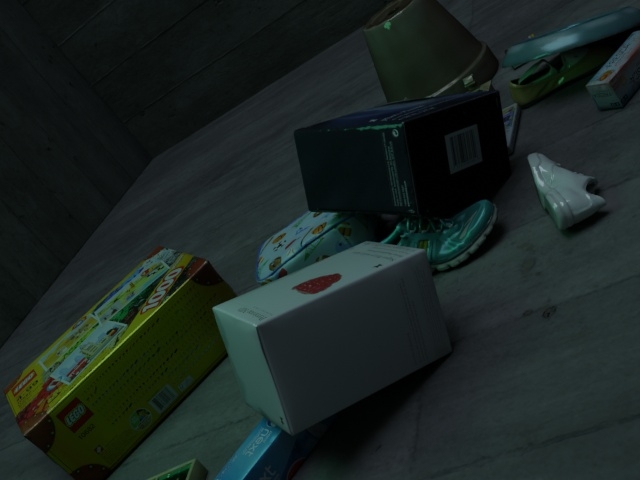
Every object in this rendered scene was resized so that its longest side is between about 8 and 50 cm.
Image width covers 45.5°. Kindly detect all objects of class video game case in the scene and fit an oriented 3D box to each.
[{"bbox_3d":[0.336,-0.208,1.688,0.213,0.023,0.193,-24,26,34],"label":"video game case"}]

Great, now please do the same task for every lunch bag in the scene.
[{"bbox_3d":[0.000,0.000,1.681,0.303,0.115,0.243,-33,19,14],"label":"lunch bag"}]

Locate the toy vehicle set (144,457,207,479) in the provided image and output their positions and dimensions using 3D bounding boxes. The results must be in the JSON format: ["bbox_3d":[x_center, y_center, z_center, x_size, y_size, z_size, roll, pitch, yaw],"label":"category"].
[{"bbox_3d":[-0.323,0.488,1.304,0.267,0.035,0.166,-29,23,22],"label":"toy vehicle set"}]

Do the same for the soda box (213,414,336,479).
[{"bbox_3d":[-0.071,0.327,1.184,0.210,0.071,0.067,-49,26,-25],"label":"soda box"}]

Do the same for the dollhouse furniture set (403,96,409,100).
[{"bbox_3d":[0.221,-0.241,1.890,0.160,0.101,0.182,-57,15,21],"label":"dollhouse furniture set"}]

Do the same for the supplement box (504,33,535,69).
[{"bbox_3d":[0.512,-0.476,1.921,0.083,0.043,0.055,-29,24,21],"label":"supplement box"}]

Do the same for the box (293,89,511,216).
[{"bbox_3d":[0.158,-0.173,1.495,0.296,0.182,0.294,-23,18,-40],"label":"box"}]

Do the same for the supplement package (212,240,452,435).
[{"bbox_3d":[0.019,0.135,1.162,0.293,0.175,0.178,-23,15,-25],"label":"supplement package"}]

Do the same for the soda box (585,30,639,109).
[{"bbox_3d":[0.595,-0.333,1.477,0.183,0.063,0.058,-45,22,-20],"label":"soda box"}]

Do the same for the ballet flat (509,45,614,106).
[{"bbox_3d":[0.520,-0.373,1.661,0.232,0.073,0.080,-29,24,21],"label":"ballet flat"}]

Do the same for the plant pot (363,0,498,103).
[{"bbox_3d":[0.269,-0.505,2.046,0.323,0.280,0.323,-31,22,14],"label":"plant pot"}]

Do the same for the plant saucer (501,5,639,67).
[{"bbox_3d":[0.548,-0.448,1.663,0.318,0.043,0.317,-18,11,4],"label":"plant saucer"}]

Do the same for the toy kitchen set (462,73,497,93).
[{"bbox_3d":[0.377,-0.361,1.868,0.083,0.068,0.075,-24,25,33],"label":"toy kitchen set"}]

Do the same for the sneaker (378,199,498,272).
[{"bbox_3d":[0.191,0.000,1.381,0.275,0.110,0.107,-28,23,21],"label":"sneaker"}]

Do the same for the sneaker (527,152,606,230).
[{"bbox_3d":[0.414,-0.092,1.284,0.094,0.080,0.212,-21,31,10],"label":"sneaker"}]

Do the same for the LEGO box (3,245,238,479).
[{"bbox_3d":[-0.434,0.260,1.724,0.500,0.193,0.372,-45,23,-18],"label":"LEGO box"}]
